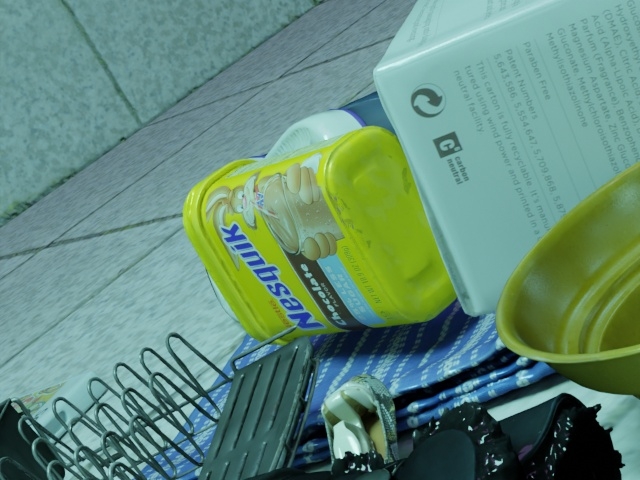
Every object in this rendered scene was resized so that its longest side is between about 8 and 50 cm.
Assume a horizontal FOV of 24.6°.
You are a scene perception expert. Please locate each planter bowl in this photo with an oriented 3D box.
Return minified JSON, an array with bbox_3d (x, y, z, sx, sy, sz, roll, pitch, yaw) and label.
[{"bbox_3d":[0.191,0.020,0.632,0.217,0.090,0.217,-30,15,9],"label":"planter bowl"}]

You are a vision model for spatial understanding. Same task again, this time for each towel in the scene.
[{"bbox_3d":[0.043,0.059,0.931,0.336,0.040,0.243,-24,15,28],"label":"towel"}]

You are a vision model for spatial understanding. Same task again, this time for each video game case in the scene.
[{"bbox_3d":[-0.314,0.198,1.237,0.227,0.026,0.206,-21,17,37],"label":"video game case"}]

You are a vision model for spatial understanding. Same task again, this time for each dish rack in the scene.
[{"bbox_3d":[-0.124,0.141,0.828,0.271,0.074,0.208,-30,25,29],"label":"dish rack"}]

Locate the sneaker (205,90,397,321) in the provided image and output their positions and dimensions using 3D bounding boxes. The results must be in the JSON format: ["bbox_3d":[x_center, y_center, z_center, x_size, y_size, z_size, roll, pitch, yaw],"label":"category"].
[{"bbox_3d":[0.055,-0.037,1.135,0.236,0.130,0.323,-16,-10,-26],"label":"sneaker"}]

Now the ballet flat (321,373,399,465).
[{"bbox_3d":[0.019,0.099,0.763,0.041,0.041,0.114,-29,33,11],"label":"ballet flat"}]

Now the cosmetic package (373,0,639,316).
[{"bbox_3d":[0.241,-0.119,0.801,0.385,0.156,0.217,-19,15,18],"label":"cosmetic package"}]

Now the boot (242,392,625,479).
[{"bbox_3d":[-0.005,0.152,0.582,0.207,0.094,0.246,-24,9,43],"label":"boot"}]

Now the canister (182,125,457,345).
[{"bbox_3d":[0.000,0.000,0.911,0.073,0.126,0.170,-38,13,-31],"label":"canister"}]
